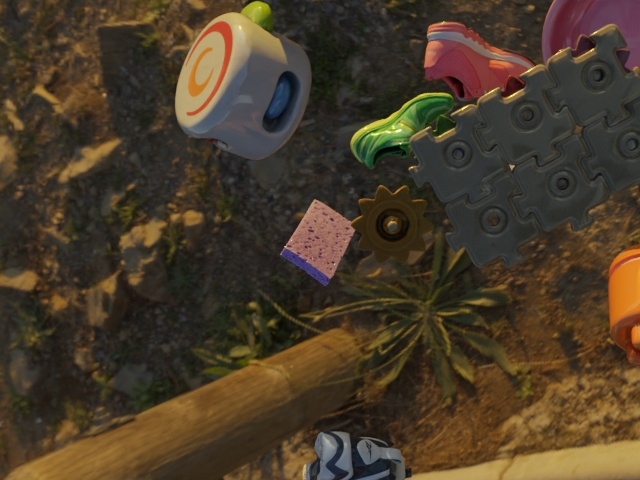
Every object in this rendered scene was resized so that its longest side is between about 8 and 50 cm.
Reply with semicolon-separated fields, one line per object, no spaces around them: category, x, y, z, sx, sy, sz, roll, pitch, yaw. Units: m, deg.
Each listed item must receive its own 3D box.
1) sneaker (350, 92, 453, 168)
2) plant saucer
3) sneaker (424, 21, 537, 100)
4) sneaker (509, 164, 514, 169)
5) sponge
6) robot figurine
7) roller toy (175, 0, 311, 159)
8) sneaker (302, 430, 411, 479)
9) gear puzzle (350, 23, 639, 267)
sneaker;0.226;-0.283;1.960;0.295;0.109;0.123;-30;70;7
plant saucer;0.547;-0.325;1.306;0.332;0.084;0.332;41;149;31
sneaker;0.346;-0.357;1.623;0.116;0.313;0.136;13;86;63
sneaker;0.443;-0.127;1.294;0.258;0.091;0.094;21;98;56
sponge;0.000;0.000;1.611;0.117;0.210;0.031;33;128;-3
robot figurine;0.520;0.096;1.175;0.158;0.219;0.128;39;136;-24
roller toy;-0.112;-0.221;1.101;0.209;0.146;0.191;-34;49;40
sneaker;0.057;0.367;1.137;0.153;0.094;0.235;6;133;-8
gear puzzle;0.190;-0.069;0.784;0.339;0.044;0.175;-29;97;5
